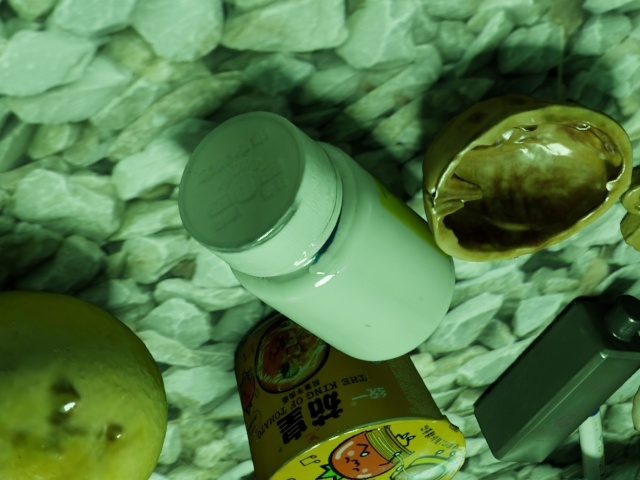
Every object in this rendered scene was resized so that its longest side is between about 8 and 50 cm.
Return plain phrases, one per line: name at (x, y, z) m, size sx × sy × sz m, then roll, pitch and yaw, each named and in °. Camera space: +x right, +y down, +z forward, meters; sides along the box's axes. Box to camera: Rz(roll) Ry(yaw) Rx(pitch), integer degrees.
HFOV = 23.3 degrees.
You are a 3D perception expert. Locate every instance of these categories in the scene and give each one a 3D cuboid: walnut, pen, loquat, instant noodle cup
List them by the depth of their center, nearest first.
loquat at (-0.242, 0.155, 1.312) m, size 0.243 × 0.244 × 0.244 m, roll -15°, pitch 145°, yaw -11°
walnut at (0.167, -0.067, 1.362) m, size 0.211 × 0.087 × 0.167 m, roll -2°, pitch 128°, yaw -30°
instant noodle cup at (0.016, 0.169, 1.523) m, size 0.215 × 0.172 × 0.216 m, roll -14°, pitch 145°, yaw -10°
pen at (0.333, 0.238, 1.914) m, size 0.033 × 0.033 × 0.269 m, roll -21°, pitch 146°, yaw -2°

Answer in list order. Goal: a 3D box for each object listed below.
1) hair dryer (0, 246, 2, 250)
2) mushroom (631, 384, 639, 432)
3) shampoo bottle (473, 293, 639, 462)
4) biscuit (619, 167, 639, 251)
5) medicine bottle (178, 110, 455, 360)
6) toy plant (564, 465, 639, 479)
hair dryer at (-0.362, 0.050, 1.264) m, size 0.219 × 0.071 × 0.124 m, roll -24°, pitch 148°, yaw -13°
mushroom at (0.425, 0.108, 1.720) m, size 0.236 × 0.173 × 0.162 m, roll -19°, pitch -167°, yaw -30°
shampoo bottle at (0.274, 0.150, 1.720) m, size 0.080 × 0.079 × 0.246 m, roll 6°, pitch 136°, yaw -35°
biscuit at (0.384, -0.074, 1.519) m, size 0.184 × 0.035 × 0.249 m, roll -9°, pitch 143°, yaw -19°
medicine bottle at (0.000, 0.000, 1.314) m, size 0.143 × 0.143 × 0.258 m, roll -34°, pitch 145°, yaw 16°
toy plant at (0.386, 0.388, 1.941) m, size 0.332 × 0.247 × 0.247 m, roll -22°, pitch 146°, yaw -13°
